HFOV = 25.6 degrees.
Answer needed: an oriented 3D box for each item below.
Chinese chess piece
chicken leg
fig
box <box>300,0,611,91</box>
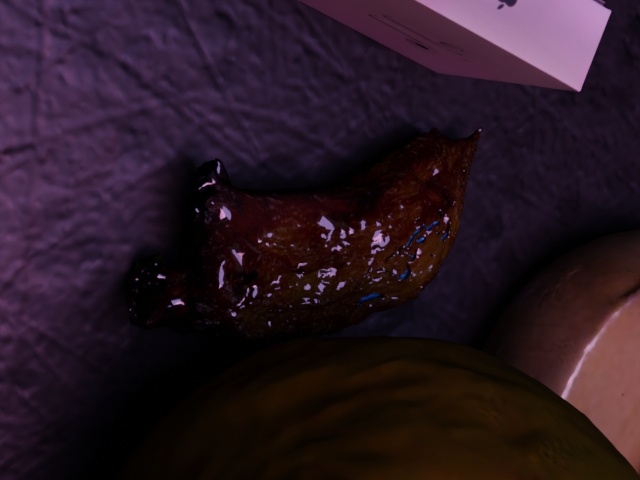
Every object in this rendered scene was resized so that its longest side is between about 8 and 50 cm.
[{"bbox_3d":[0.206,0.116,0.888,0.250,0.097,0.251,-6,103,-28],"label":"Chinese chess piece"},{"bbox_3d":[0.000,0.000,0.766,0.233,0.063,0.105,-11,110,-30],"label":"chicken leg"},{"bbox_3d":[0.044,0.220,0.683,0.343,0.343,0.343,-7,104,-29],"label":"fig"},{"bbox_3d":[0.058,-0.129,0.729,0.129,0.130,0.051,23,89,-31],"label":"box"}]
